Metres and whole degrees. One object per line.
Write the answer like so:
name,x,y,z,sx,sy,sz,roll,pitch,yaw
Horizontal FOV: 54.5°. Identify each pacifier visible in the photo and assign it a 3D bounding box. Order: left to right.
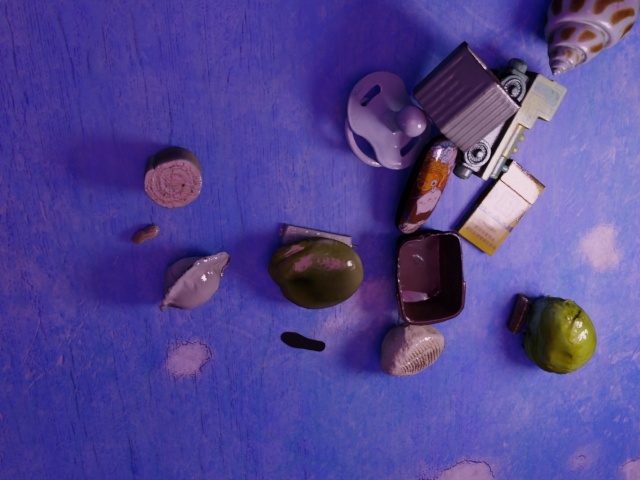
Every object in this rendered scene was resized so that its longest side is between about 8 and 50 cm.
pacifier,0.199,-0.316,1.680,0.238,0.226,0.287,-44,110,-12

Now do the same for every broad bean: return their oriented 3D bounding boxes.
broad bean,-0.015,0.096,1.820,0.291,0.119,0.237,12,115,-20

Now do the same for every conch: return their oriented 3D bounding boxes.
conch,0.752,-0.608,1.735,0.368,0.197,0.249,-42,133,9

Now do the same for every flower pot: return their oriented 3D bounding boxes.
flower pot,0.377,-0.373,1.621,0.190,0.209,0.239,-42,73,22

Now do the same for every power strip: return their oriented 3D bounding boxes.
power strip,0.000,0.000,1.850,0.253,0.027,0.060,10,106,-16

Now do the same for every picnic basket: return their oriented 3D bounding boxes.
picnic basket,0.320,0.102,1.906,0.223,0.129,0.296,-10,110,-8

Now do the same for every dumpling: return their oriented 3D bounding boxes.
dumpling,-0.363,0.108,1.731,0.247,0.172,0.142,-42,82,-3

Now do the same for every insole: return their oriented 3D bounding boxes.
insole,-0.054,0.320,1.960,0.153,0.002,0.053,15,104,-17

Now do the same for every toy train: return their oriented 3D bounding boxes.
toy train,0.525,-0.330,1.805,0.237,0.150,0.368,20,104,-25

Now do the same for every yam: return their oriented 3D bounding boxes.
yam,0.668,0.245,2.079,0.054,0.054,0.132,11,106,-17

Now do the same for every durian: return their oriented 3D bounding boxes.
durian,0.774,0.310,2.020,0.205,0.339,0.255,-26,84,-3

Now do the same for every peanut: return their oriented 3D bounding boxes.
peanut,-0.487,-0.017,1.726,0.083,0.037,0.037,-23,112,0

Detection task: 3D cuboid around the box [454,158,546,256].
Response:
box,0.561,-0.101,1.944,0.153,0.041,0.278,33,99,-20

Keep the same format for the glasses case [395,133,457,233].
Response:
glasses case,0.303,-0.158,1.792,0.122,0.082,0.320,-20,139,-43

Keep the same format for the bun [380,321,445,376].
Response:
bun,0.280,0.339,1.974,0.221,0.134,0.220,-20,143,-16

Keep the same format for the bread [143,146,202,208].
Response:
bread,-0.388,-0.167,1.642,0.148,0.141,0.133,-12,114,-8
